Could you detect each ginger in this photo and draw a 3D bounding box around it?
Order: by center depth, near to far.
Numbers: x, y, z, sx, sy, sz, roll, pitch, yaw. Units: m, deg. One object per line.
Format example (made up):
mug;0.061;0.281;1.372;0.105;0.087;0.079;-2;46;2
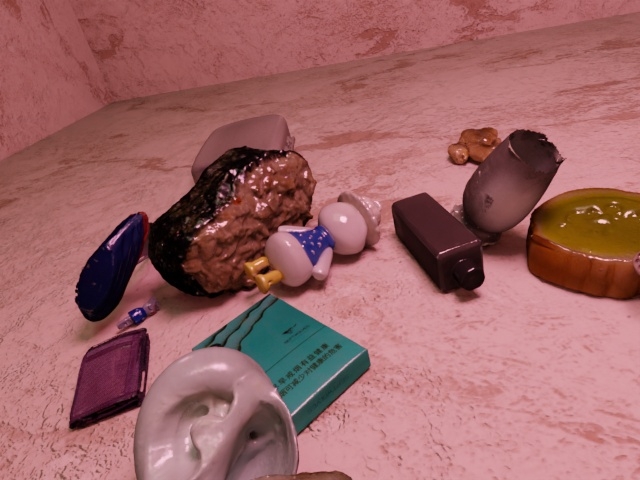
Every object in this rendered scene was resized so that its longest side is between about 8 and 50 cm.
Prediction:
ginger;0.395;-0.222;1.122;0.133;0.059;0.214;-38;36;-27

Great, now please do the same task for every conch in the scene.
conch;-0.113;0.229;0.528;0.185;0.121;0.221;-16;54;12

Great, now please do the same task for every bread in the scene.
bread;0.441;-0.004;0.734;0.236;0.070;0.236;-10;32;6

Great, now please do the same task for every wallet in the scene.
wallet;-0.330;0.209;0.747;0.111;0.030;0.166;-18;31;-7

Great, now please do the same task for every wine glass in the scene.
wine glass;0.298;-0.080;0.780;0.111;0.204;0.111;8;54;-11

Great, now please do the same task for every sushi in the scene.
sushi;-0.160;-0.036;0.918;0.170;0.211;0.350;19;49;36

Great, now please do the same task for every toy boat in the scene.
toy boat;-0.362;0.020;0.929;0.072;0.219;0.318;28;32;-3

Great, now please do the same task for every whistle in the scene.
whistle;-0.334;0.135;0.870;0.083;0.033;0.029;-34;39;-28

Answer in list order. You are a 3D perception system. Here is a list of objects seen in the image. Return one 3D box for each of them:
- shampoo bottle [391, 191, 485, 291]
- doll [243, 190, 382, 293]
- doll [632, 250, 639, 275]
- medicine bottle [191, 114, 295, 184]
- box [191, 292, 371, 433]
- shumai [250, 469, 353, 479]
shampoo bottle;0.202;0.003;0.814;0.079;0.080;0.246;-19;30;-4
doll;0.000;0.000;0.870;0.293;0.119;0.138;-32;55;-23
doll;0.488;0.054;0.516;0.154;0.119;0.278;-37;32;12
medicine bottle;-0.218;-0.253;1.369;0.282;0.123;0.375;-12;31;8
box;-0.063;0.169;0.690;0.161;0.042;0.226;-34;36;-31
shumai;-0.092;0.275;0.371;0.272;0.222;0.203;-42;35;-24
